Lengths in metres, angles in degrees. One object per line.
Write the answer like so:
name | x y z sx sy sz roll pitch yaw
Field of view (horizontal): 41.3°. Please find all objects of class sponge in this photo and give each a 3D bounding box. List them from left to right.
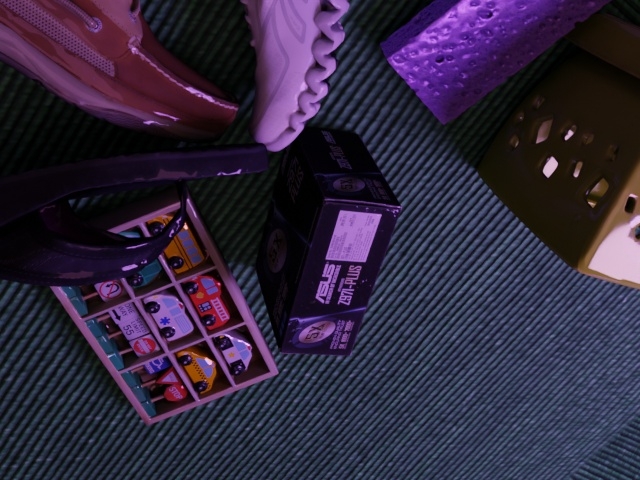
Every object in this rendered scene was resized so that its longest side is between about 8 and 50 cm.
sponge | 0.169 -0.208 0.796 0.210 0.031 0.117 -37 136 17

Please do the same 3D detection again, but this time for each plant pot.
plant pot | 0.328 -0.087 0.836 0.228 0.227 0.207 13 113 -23

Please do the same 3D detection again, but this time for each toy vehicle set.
toy vehicle set | -0.169 0.078 0.919 0.166 0.035 0.266 -22 127 0

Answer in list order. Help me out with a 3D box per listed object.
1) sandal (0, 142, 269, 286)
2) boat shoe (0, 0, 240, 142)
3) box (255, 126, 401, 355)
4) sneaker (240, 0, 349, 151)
sandal | -0.257 -0.005 0.753 0.446 0.167 0.107 -12 96 2
boat shoe | -0.201 -0.184 0.679 0.324 0.122 0.119 24 104 -31
box | 0.000 0.000 0.844 0.078 0.147 0.180 5 123 -19
sneaker | -0.029 -0.220 0.720 0.118 0.110 0.292 10 112 -13
